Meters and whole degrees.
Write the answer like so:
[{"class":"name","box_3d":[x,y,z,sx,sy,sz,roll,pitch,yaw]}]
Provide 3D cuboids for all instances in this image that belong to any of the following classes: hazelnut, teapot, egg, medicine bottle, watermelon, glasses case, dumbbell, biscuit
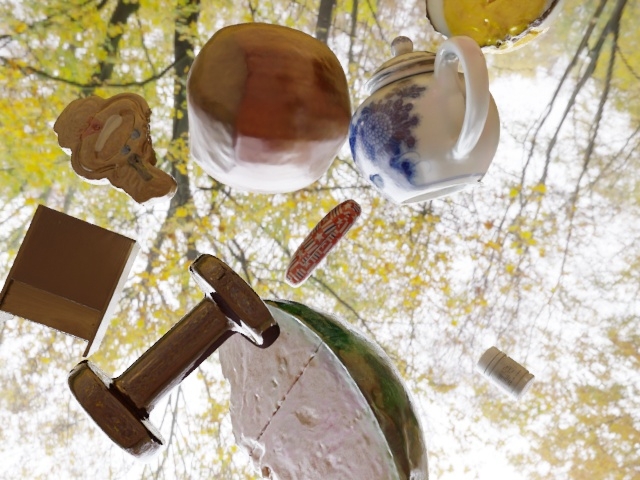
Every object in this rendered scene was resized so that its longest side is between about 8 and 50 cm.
[{"class":"hazelnut","box_3d":[-0.111,-0.272,1.290,0.365,0.366,0.366,8,-139,-7]},{"class":"teapot","box_3d":[0.167,-0.211,1.031,0.252,0.424,0.280,-12,-94,-13]},{"class":"egg","box_3d":[0.415,-0.567,1.355,0.337,0.337,0.201,39,-153,27]},{"class":"medicine bottle","box_3d":[0.335,0.240,1.109,0.058,0.058,0.091,-26,-129,-37]},{"class":"watermelon","box_3d":[0.032,0.217,0.872,0.319,0.292,0.222,-8,175,42]},{"class":"glasses case","box_3d":[0.000,0.000,1.100,0.049,0.194,0.073,39,-163,-5]},{"class":"dumbbell","box_3d":[-0.165,0.131,0.706,0.225,0.124,0.140,-42,-82,-17]},{"class":"biscuit","box_3d":[-0.373,-0.174,1.127,0.183,0.047,0.320,-39,-115,0]}]

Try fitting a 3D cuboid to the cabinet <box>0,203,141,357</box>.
[{"class":"cabinet","box_3d":[-0.449,0.074,1.096,0.174,0.148,0.215,22,-100,-10]}]
